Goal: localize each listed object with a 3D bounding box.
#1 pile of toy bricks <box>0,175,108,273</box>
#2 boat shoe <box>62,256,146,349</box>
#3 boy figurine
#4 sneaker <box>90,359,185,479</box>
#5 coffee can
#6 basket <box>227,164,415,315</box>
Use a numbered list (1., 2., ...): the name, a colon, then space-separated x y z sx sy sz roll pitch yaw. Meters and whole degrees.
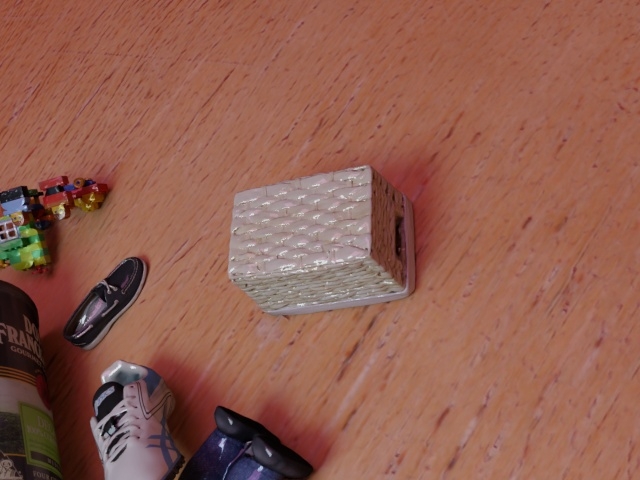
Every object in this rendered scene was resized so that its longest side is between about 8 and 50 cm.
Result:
1. pile of toy bricks: -0.371 -0.006 1.040 0.212 0.118 0.105 -15 91 10
2. boat shoe: -0.251 0.068 0.966 0.046 0.038 0.125 35 84 36
3. boy figurine: -0.121 0.300 0.748 0.177 0.092 0.285 25 80 38
4. sneaker: -0.180 0.184 0.776 0.085 0.086 0.237 -48 18 2
5. coffee can: -0.380 0.203 0.864 0.201 0.201 0.275 -30 56 11
6. basket: 0.000 0.000 0.831 0.167 0.103 0.113 -9 62 22
